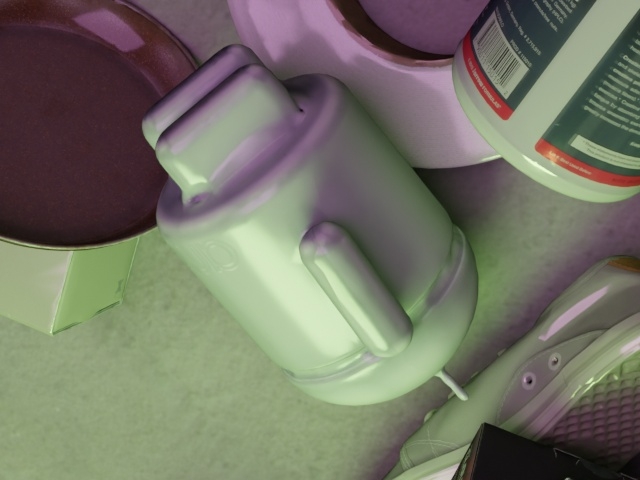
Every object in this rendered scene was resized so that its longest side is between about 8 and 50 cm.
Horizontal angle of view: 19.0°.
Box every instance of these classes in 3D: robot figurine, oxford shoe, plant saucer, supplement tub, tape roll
[{"bbox_3d":[0.000,0.000,1.633,0.200,0.300,0.353,-38,113,5],"label":"robot figurine"},{"bbox_3d":[0.170,0.171,1.703,0.449,0.169,0.130,-44,41,28],"label":"oxford shoe"},{"bbox_3d":[-0.248,-0.109,1.728,0.310,0.310,0.050,37,143,10],"label":"plant saucer"},{"bbox_3d":[0.243,-0.181,1.468,0.191,0.191,0.272,41,124,8],"label":"supplement tub"},{"bbox_3d":[0.103,-0.258,1.669,0.392,0.072,0.392,3,100,19],"label":"tape roll"}]

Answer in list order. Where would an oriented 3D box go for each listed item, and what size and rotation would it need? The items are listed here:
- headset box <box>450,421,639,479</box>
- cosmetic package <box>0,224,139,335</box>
[{"bbox_3d":[0.189,0.298,1.623,0.218,0.110,0.293,22,131,-2],"label":"headset box"},{"bbox_3d":[-0.342,-0.026,1.822,0.309,0.160,0.113,20,105,14],"label":"cosmetic package"}]
